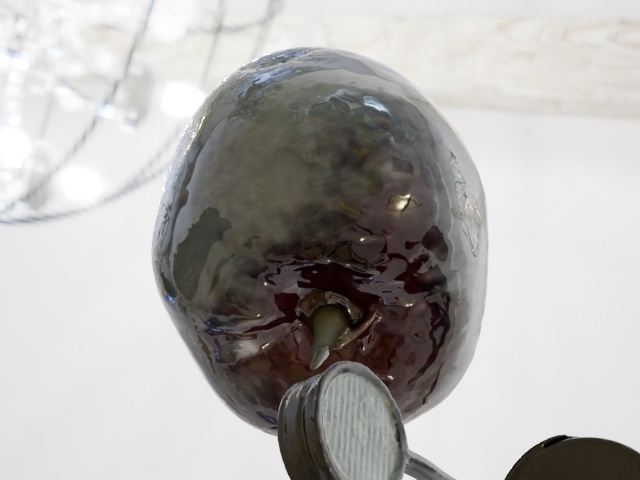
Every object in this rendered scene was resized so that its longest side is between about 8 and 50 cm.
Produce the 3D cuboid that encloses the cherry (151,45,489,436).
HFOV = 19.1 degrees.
[{"bbox_3d":[0.000,0.000,1.233,0.296,0.218,0.255,-108,-177,-58],"label":"cherry"}]

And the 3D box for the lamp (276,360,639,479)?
[{"bbox_3d":[0.069,0.146,1.006,0.108,0.371,0.130,-17,-105,32],"label":"lamp"}]
